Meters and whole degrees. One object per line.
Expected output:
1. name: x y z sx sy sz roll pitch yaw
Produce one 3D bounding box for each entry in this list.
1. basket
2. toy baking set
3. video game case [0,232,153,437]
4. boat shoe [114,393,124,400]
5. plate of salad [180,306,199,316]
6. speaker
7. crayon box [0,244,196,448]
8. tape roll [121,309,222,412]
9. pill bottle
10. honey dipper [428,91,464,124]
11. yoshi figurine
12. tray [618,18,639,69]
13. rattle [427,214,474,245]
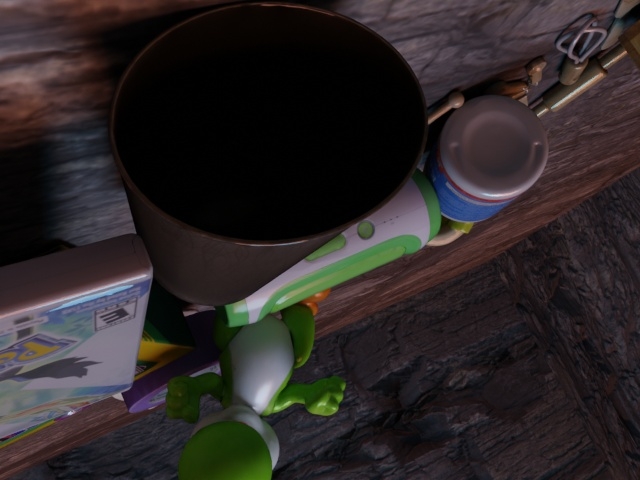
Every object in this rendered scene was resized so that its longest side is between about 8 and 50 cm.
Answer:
1. basket: -0.061 -0.038 0.455 0.204 0.154 0.227 -24 171 -28
2. toy baking set: 0.302 -0.207 0.758 0.256 0.030 0.196 -36 164 36
3. video game case: -0.292 0.117 0.435 0.328 0.036 0.300 -18 161 -27
4. boat shoe: -0.323 0.257 1.183 0.091 0.109 0.305 -21 163 -3
5. plate of salad: -0.285 0.149 0.958 0.199 0.048 0.200 -27 166 -7
6. speaker: 0.000 0.000 0.767 0.296 0.131 0.131 -22 167 -19
7. crayon box: -0.363 0.154 0.699 0.362 0.106 0.313 -27 166 -1
8. tape roll: -0.223 0.187 0.952 0.189 0.080 0.189 -27 167 -7
9. pill bottle: 0.198 -0.090 0.789 0.124 0.124 0.221 -26 171 -3
10. honey dipper: 0.096 -0.118 0.706 0.160 0.031 0.030 -33 166 19
11. yoshi figurine: -0.091 0.196 0.792 0.203 0.362 0.203 0 159 33
12. tray: 0.540 -0.204 0.800 0.410 0.203 0.076 -18 165 -45
13. rattle: 0.147 -0.066 1.011 0.199 0.143 0.130 -10 133 -4
